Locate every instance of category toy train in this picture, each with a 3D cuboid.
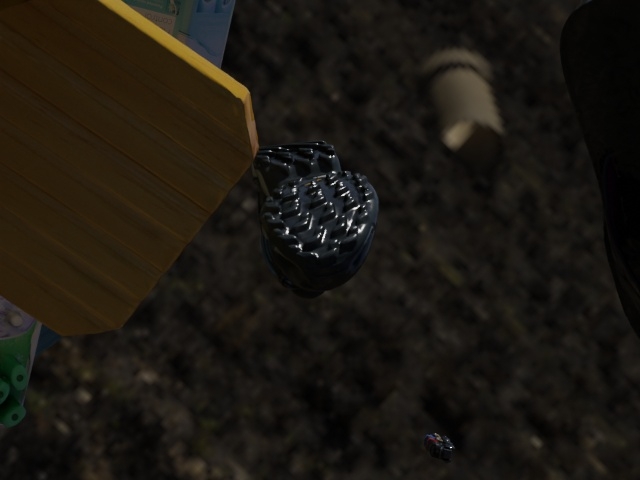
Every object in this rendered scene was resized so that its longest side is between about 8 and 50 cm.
[{"bbox_3d":[0.161,0.284,2.399,0.036,0.027,0.158,12,-1,2],"label":"toy train"}]

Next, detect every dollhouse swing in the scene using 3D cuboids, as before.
[{"bbox_3d":[-0.274,-0.052,1.366,0.305,0.347,0.315,43,28,3],"label":"dollhouse swing"}]

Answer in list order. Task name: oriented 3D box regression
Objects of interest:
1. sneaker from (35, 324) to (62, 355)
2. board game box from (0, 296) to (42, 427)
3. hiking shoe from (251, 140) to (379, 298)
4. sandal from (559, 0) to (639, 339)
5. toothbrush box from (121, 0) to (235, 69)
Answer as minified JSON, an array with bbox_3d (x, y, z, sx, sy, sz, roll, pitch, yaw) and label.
[{"bbox_3d":[-0.402,0.031,2.371,0.208,0.319,0.127,46,-23,29],"label":"sneaker"},{"bbox_3d":[-0.433,-0.018,1.717,0.390,0.390,0.050,10,8,-29],"label":"board game box"},{"bbox_3d":[0.000,0.000,1.677,0.304,0.113,0.132,-104,-174,-70],"label":"hiking shoe"},{"bbox_3d":[0.316,-0.015,1.576,0.446,0.167,0.107,64,32,-23],"label":"sandal"},{"bbox_3d":[-0.206,-0.316,1.952,0.216,0.295,0.126,18,13,17],"label":"toothbrush box"}]
